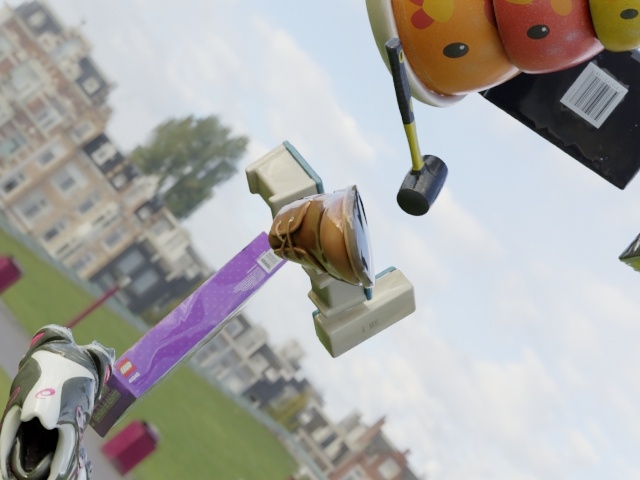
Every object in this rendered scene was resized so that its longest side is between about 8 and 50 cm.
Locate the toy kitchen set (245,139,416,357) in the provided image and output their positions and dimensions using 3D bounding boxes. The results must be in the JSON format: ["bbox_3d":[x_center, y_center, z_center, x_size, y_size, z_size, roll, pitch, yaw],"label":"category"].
[{"bbox_3d":[0.013,-0.001,1.537,0.166,0.122,0.207,51,-18,36],"label":"toy kitchen set"}]

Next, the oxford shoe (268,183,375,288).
[{"bbox_3d":[0.000,0.000,0.966,0.212,0.076,0.076,-151,-128,-86],"label":"oxford shoe"}]

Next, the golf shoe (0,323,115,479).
[{"bbox_3d":[-0.274,0.207,1.234,0.105,0.120,0.273,18,-55,0],"label":"golf shoe"}]

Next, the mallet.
[{"bbox_3d":[0.082,-0.103,1.245,0.039,0.062,0.189,7,-38,26],"label":"mallet"}]

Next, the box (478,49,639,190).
[{"bbox_3d":[0.316,-0.274,1.913,0.343,0.179,0.312,27,16,-38],"label":"box"}]

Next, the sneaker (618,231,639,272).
[{"bbox_3d":[0.441,0.024,1.664,0.094,0.081,0.208,44,9,15],"label":"sneaker"}]

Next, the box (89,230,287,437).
[{"bbox_3d":[-0.183,0.125,1.733,0.057,0.293,0.201,46,-32,2],"label":"box"}]

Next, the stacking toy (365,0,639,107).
[{"bbox_3d":[0.315,-0.327,1.479,0.480,0.350,0.350,3,-38,30],"label":"stacking toy"}]
